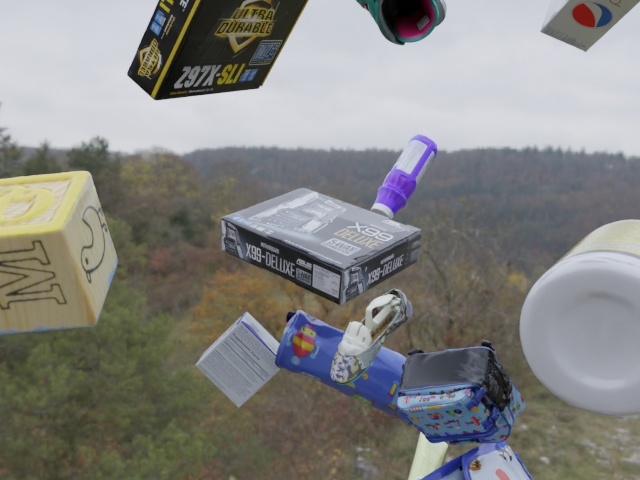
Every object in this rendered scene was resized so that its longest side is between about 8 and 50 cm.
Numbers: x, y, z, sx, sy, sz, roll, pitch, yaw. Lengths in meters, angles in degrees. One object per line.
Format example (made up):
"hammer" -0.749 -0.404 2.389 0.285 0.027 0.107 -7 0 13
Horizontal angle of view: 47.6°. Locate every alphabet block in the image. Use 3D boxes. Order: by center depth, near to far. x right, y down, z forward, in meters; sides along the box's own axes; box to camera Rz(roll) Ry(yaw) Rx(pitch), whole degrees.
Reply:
"alphabet block" -0.472 0.019 1.211 0.193 0.197 0.192 -6 36 1

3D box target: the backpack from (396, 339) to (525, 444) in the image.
"backpack" 0.216 0.245 1.082 0.158 0.117 0.173 -14 -52 36

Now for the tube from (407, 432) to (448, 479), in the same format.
"tube" 0.253 0.548 1.745 0.062 0.070 0.240 3 30 21

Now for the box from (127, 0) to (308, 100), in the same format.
"box" -0.156 -0.375 1.244 0.079 0.257 0.322 43 29 12

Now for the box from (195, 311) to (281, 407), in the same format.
"box" -0.156 0.239 1.458 0.126 0.137 0.072 46 11 -4

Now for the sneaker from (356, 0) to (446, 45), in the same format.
"sneaker" 0.179 -0.446 1.397 0.295 0.124 0.178 7 40 -44

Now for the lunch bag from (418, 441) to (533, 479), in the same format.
"lunch bag" 0.210 0.504 1.052 0.385 0.328 0.239 -20 -24 -24

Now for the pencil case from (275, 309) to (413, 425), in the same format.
"pencil case" 0.059 0.238 1.370 0.306 0.119 0.133 24 -27 1

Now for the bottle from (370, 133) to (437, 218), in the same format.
"bottle" 0.240 -0.177 2.109 0.092 0.283 0.118 31 -22 6

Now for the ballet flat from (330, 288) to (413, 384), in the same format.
"ballet flat" 0.044 0.084 0.676 0.041 0.041 0.114 2 36 49

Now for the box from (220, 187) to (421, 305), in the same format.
"box" 0.000 0.000 1.393 0.307 0.076 0.242 22 32 35

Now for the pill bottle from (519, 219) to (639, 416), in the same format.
"pill bottle" 0.390 0.076 0.924 0.188 0.188 0.334 2 13 32

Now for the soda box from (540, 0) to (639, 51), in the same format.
"soda box" 0.343 -0.312 0.850 0.069 0.074 0.216 23 -15 -4
